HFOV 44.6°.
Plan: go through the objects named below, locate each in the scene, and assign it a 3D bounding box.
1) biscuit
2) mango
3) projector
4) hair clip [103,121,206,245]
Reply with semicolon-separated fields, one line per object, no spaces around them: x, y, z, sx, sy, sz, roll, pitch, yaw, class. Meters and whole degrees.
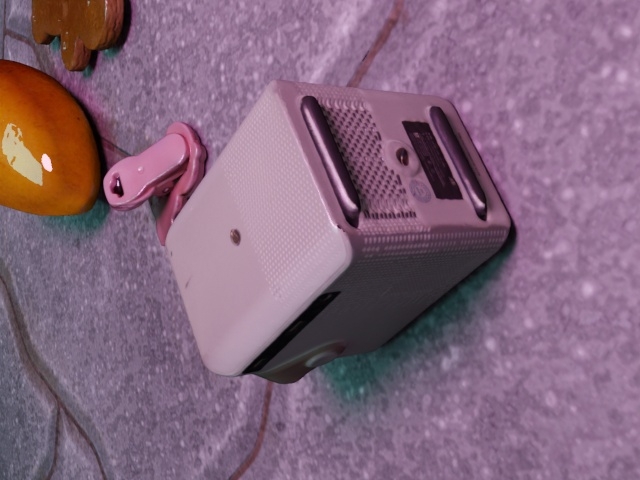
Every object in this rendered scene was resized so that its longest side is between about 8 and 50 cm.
-0.357;-0.350;1.144;0.301;0.049;0.197;29;120;47;biscuit
-0.449;-0.148;1.176;0.350;0.201;0.199;36;150;35;mango
0.000;0.000;0.623;0.242;0.177;0.163;-47;56;42;projector
-0.186;-0.076;0.970;0.138;0.102;0.123;-35;64;12;hair clip
